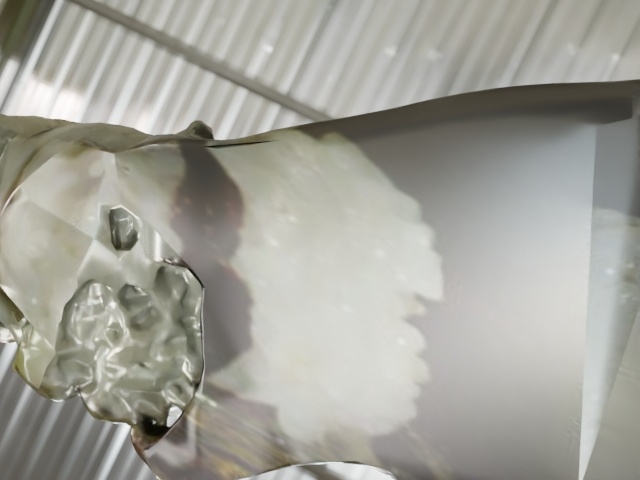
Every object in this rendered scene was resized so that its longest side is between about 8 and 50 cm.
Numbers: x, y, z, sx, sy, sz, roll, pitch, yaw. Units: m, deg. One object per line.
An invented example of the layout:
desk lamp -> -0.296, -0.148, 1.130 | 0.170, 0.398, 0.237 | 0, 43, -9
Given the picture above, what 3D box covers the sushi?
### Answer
sushi -> -0.009, 0.018, 0.474 | 0.273, 0.134, 0.109 | -1, -173, 15
